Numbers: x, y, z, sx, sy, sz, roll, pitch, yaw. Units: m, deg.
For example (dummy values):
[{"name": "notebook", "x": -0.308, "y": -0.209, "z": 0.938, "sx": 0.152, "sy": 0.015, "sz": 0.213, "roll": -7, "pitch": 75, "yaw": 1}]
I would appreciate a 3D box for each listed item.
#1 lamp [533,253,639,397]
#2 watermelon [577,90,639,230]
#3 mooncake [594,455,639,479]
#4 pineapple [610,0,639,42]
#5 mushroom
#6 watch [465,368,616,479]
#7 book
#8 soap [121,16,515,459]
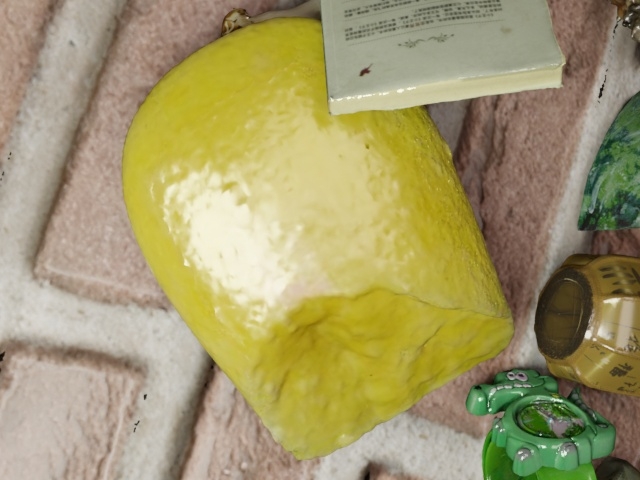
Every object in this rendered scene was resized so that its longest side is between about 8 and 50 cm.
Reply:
[{"name": "lamp", "x": 0.343, "y": 0.095, "z": 0.908, "sx": 0.185, "sy": 0.161, "sz": 0.161, "roll": 13, "pitch": 84, "yaw": -16}, {"name": "watermelon", "x": 0.461, "y": -0.105, "z": 0.962, "sx": 0.256, "sy": 0.176, "sz": 0.260, "roll": 13, "pitch": 84, "yaw": 22}, {"name": "mooncake", "x": 0.344, "y": 0.329, "z": 0.939, "sx": 0.130, "sy": 0.073, "sz": 0.125, "roll": -45, "pitch": 104, "yaw": -12}, {"name": "pineapple", "x": 0.407, "y": -0.304, "z": 0.942, "sx": 0.166, "sy": 0.166, "sz": 0.193, "roll": 37, "pitch": 77, "yaw": -13}, {"name": "mushroom", "x": -0.002, "y": -0.222, "z": 0.822, "sx": 0.209, "sy": 0.071, "sz": 0.084, "roll": -24, "pitch": 51, "yaw": 2}, {"name": "watch", "x": 0.235, "y": 0.240, "z": 0.889, "sx": 0.131, "sy": 0.165, "sz": 0.152, "roll": -8, "pitch": 115, "yaw": -19}, {"name": "book", "x": 0.095, "y": -0.242, "z": 0.747, "sx": 0.201, "sy": 0.026, "sz": 0.289, "roll": -6, "pitch": 59, "yaw": 6}, {"name": "soap", "x": 0.001, "y": 0.001, "z": 0.794, "sx": 0.306, "sy": 0.115, "sz": 0.427, "roll": -30, "pitch": 103, "yaw": 2}]
